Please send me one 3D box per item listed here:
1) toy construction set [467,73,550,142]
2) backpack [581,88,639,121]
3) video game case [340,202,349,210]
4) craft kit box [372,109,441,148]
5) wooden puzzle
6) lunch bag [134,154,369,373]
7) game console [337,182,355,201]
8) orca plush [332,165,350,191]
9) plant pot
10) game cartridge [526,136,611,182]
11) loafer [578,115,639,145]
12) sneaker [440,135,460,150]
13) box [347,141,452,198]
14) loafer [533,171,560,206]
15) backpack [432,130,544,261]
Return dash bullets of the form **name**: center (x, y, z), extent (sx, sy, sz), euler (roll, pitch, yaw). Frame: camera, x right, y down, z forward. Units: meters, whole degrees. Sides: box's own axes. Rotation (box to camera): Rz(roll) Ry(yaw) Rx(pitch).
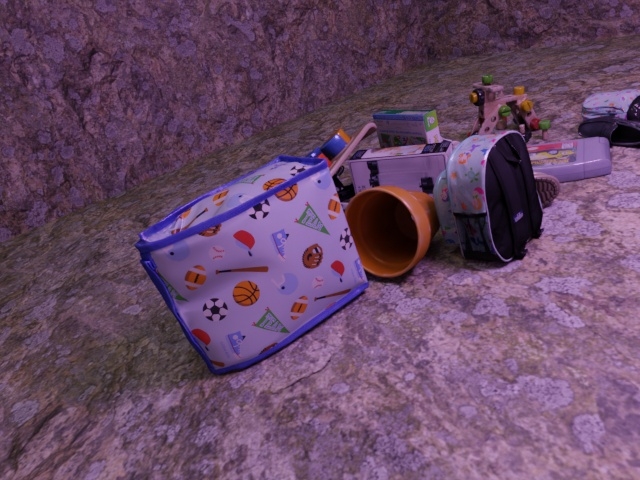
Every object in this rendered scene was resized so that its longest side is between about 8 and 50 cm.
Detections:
- **toy construction set**: center (0.638, -0.488, 1.606), extent (0.257, 0.237, 0.309), euler (-10, 26, 19)
- **backpack**: center (0.898, -0.391, 1.378), extent (0.152, 0.115, 0.182), euler (-33, 26, -24)
- **video game case**: center (0.094, -0.086, 1.284), extent (0.193, 0.023, 0.212), euler (7, 2, 42)
- **craft kit box**: center (0.282, -0.287, 1.431), extent (0.061, 0.247, 0.250), euler (-26, 26, -22)
- **wooden puzzle**: center (-0.017, -0.225, 1.412), extent (0.348, 0.080, 0.322), euler (-49, 13, -26)
- **lunch bag**: center (-0.139, 0.044, 0.946), extent (0.385, 0.328, 0.239), euler (-35, 26, -24)
- **game console**: center (-0.043, -0.093, 1.417), extent (0.361, 0.044, 0.213), euler (-25, 3, -23)
- **orca plush**: center (0.040, -0.223, 1.632), extent (0.151, 0.102, 0.287), euler (-7, 27, 24)
- **plant pot**: center (0.188, -0.037, 1.073), extent (0.205, 0.205, 0.188), euler (4, 17, 40)
- **game cartridge**: center (0.646, -0.221, 1.278), extent (0.294, 0.060, 0.196), euler (-2, 33, 31)
- **loafer**: center (0.844, -0.312, 1.296), extent (0.078, 0.076, 0.223), euler (-22, 28, -26)
- **sneaker**: center (0.357, -0.330, 1.556), extent (0.234, 0.094, 0.153), euler (-2, 15, -36)
- **box**: center (0.241, -0.185, 1.332), extent (0.289, 0.169, 0.087), euler (2, 32, 28)
- **loafer**: center (0.456, -0.125, 1.151), extent (0.268, 0.102, 0.092), euler (-9, 33, 22)
- **backpack**: center (0.367, -0.107, 0.995), extent (0.225, 0.254, 0.191), euler (-36, 30, -32)
